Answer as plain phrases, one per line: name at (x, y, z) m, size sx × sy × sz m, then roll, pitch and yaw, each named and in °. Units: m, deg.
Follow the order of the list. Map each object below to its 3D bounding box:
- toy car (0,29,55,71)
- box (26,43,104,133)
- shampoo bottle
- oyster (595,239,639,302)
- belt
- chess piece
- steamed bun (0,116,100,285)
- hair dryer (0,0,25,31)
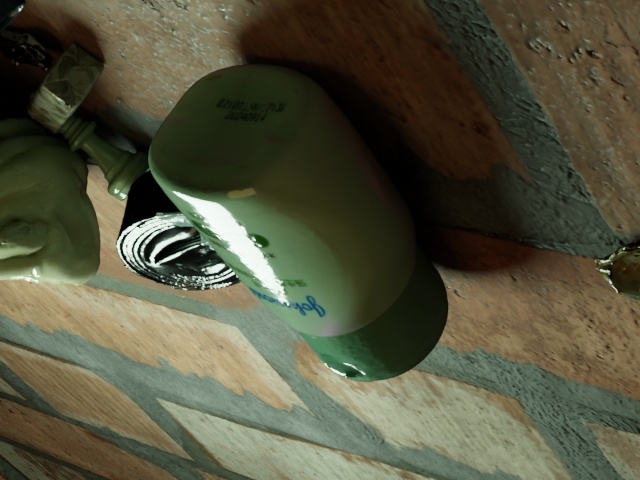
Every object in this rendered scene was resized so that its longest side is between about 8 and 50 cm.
toy car at (-0.300, -0.196, 1.590) m, size 0.093 × 0.025 × 0.041 m, roll 14°, pitch 154°, yaw 45°
box at (-0.258, -0.153, 1.578) m, size 0.045 × 0.062 × 0.098 m, roll 36°, pitch 159°, yaw -8°
shampoo bottle at (0.000, 0.000, 1.448) m, size 0.222 × 0.151 × 0.349 m, roll 10°, pitch 151°, yaw 39°
oyster at (0.271, 0.019, 1.292) m, size 0.132 × 0.029 × 0.086 m, roll 16°, pitch 148°, yaw 42°
belt at (-0.128, -0.012, 1.632) m, size 0.151 × 0.078 × 0.198 m, roll 22°, pitch 151°, yaw -21°
chess piece at (-0.252, -0.110, 1.681) m, size 0.149 × 0.059 × 0.059 m, roll 41°, pitch 157°, yaw -8°
steamed bun at (-0.432, -0.081, 1.729) m, size 0.394 × 0.237 × 0.346 m, roll 6°, pitch -174°, yaw 5°
hair dryer at (-0.421, -0.307, 1.444) m, size 0.296 × 0.119 × 0.298 m, roll 51°, pitch 165°, yaw -26°
